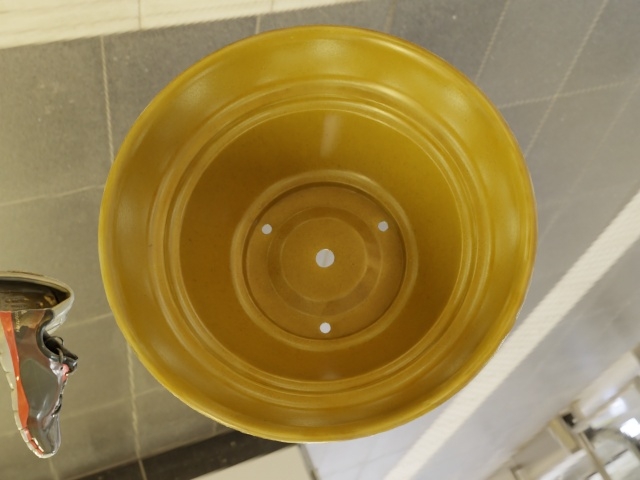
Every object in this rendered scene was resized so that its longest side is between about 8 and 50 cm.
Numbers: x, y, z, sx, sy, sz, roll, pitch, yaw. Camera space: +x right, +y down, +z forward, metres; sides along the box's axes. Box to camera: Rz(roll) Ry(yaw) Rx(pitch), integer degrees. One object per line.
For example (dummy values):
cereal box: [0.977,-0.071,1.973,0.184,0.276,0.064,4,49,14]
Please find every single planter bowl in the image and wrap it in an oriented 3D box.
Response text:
planter bowl: [0.000,0.000,0.428,0.217,0.217,0.090,-25,164,-3]

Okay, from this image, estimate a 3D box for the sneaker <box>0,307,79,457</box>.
sneaker: [-0.256,0.134,0.736,0.065,0.061,0.157,-13,117,-16]

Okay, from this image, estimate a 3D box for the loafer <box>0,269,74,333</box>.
loafer: [-0.449,0.080,0.912,0.320,0.111,0.111,-6,164,-42]
